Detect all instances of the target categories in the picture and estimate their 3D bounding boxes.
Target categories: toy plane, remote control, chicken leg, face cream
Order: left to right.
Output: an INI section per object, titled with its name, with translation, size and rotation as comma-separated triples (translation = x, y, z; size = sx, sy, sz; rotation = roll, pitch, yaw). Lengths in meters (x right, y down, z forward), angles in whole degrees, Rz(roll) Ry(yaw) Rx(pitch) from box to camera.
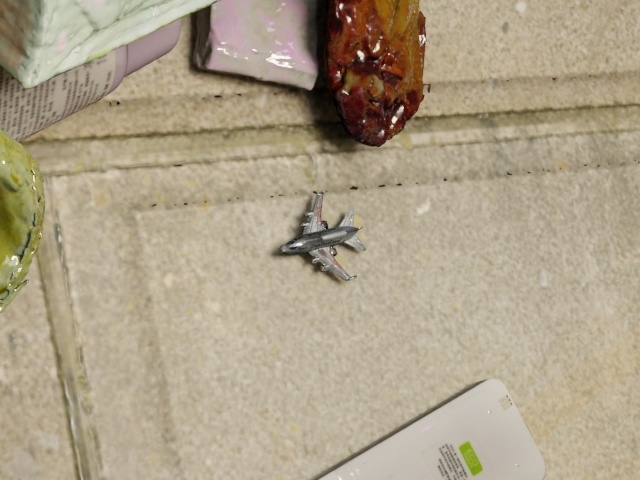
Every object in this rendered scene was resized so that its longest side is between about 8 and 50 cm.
[face cream]
translation = -0.229, -0.126, 1.147
size = 0.096, 0.154, 0.274
rotation = 40, 51, 18
[toy plane]
translation = 0.000, 0.000, 1.277
size = 0.083, 0.031, 0.079
rotation = -16, 83, -30
[chicken leg]
translation = 0.036, -0.240, 1.306
size = 0.177, 0.083, 0.323
rotation = 37, 53, -64
[remote control]
translation = 0.073, 0.206, 1.253
size = 0.250, 0.034, 0.103
rotation = -27, 89, -30

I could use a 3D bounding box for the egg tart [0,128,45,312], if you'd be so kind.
[egg tart]
translation = -0.285, -0.017, 1.071
size = 0.197, 0.197, 0.078
rotation = -19, 44, -30

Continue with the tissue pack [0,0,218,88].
[tissue pack]
translation = -0.221, -0.273, 1.112
size = 0.311, 0.128, 0.228
rotation = 39, 46, 19

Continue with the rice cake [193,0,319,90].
[rice cake]
translation = -0.053, -0.275, 1.318
size = 0.106, 0.050, 0.298
rotation = 9, 72, -26
